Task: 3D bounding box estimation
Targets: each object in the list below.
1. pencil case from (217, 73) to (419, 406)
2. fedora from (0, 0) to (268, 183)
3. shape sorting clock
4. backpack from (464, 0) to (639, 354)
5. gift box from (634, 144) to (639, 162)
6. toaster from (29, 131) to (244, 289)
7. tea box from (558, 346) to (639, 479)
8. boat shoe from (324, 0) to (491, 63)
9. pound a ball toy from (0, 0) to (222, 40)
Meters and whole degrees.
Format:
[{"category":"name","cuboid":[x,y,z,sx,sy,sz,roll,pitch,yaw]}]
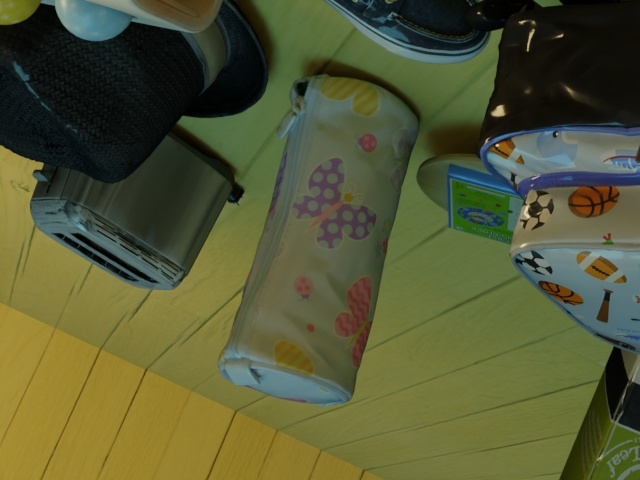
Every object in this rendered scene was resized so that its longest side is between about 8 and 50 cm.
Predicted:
[{"category":"pencil case","cuboid":[0.000,0.000,1.175,0.113,0.273,0.124,4,162,32]},{"category":"fedora","cuboid":[-0.205,-0.149,1.184,0.334,0.153,0.334,21,163,7]},{"category":"shape sorting clock","cuboid":[0.183,-0.031,1.225,0.206,0.040,0.206,17,162,6]},{"category":"backpack","cuboid":[0.251,-0.036,0.872,0.276,0.213,0.263,5,166,38]},{"category":"gift box","cuboid":[0.307,-0.069,0.578,0.255,0.276,0.258,32,163,-10]},{"category":"toaster","cuboid":[-0.196,-0.044,1.496,0.227,0.146,0.129,35,160,-35]},{"category":"tea box","cuboid":[0.376,0.227,1.182,0.329,0.324,0.220,21,-170,7]},{"category":"boat shoe","cuboid":[0.038,-0.178,0.927,0.183,0.065,0.083,27,164,-8]},{"category":"pound a ball toy","cuboid":[-0.243,-0.223,0.940,0.319,0.136,0.208,14,-179,25]}]
